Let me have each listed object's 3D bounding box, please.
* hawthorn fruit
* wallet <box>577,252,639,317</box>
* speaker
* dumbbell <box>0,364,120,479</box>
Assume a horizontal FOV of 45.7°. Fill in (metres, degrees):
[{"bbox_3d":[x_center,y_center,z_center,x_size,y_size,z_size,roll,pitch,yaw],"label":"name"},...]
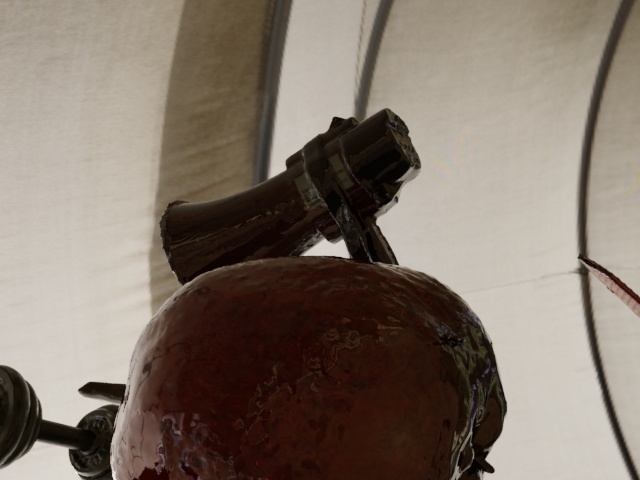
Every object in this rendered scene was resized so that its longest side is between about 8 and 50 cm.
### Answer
[{"bbox_3d":[-0.038,0.149,0.621,0.285,0.369,0.284,2,-90,-76],"label":"hawthorn fruit"},{"bbox_3d":[0.550,0.097,1.366,0.196,0.103,0.020,38,-88,-23],"label":"wallet"},{"bbox_3d":[-0.020,-0.004,0.960,0.198,0.330,0.259,36,-144,-47],"label":"speaker"},{"bbox_3d":[-0.463,0.339,1.329,0.406,0.179,0.179,35,-108,-50],"label":"dumbbell"}]
